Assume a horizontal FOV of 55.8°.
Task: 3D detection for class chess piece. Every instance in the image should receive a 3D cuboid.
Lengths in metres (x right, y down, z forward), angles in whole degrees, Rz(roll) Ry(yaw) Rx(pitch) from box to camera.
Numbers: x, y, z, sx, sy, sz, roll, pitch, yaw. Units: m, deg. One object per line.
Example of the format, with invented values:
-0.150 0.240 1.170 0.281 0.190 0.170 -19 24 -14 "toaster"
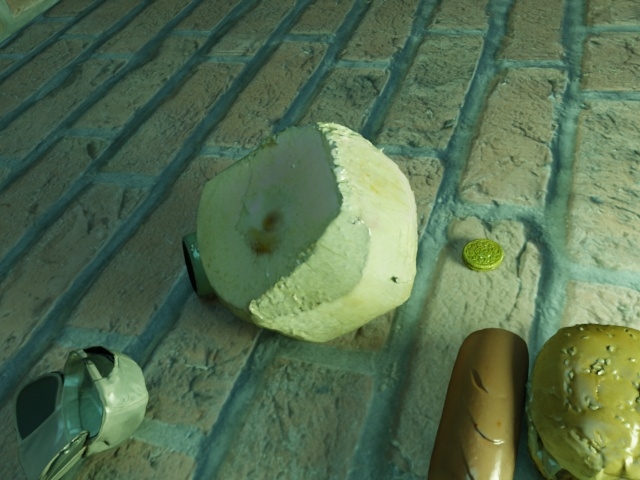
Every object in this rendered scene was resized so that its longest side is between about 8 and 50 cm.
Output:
-0.153 0.023 1.312 0.272 0.139 0.139 -14 42 -20 "chess piece"

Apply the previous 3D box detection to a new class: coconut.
0.000 0.000 1.133 0.405 0.404 0.404 -6 44 6 "coconut"

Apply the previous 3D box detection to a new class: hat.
-0.413 0.314 1.037 0.275 0.161 0.232 -52 37 -7 "hat"

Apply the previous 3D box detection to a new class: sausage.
0.250 0.280 0.942 0.121 0.121 0.304 9 46 20 "sausage"

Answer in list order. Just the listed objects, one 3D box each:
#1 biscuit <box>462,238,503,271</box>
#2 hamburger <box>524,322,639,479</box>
0.336 0.030 1.254 0.084 0.023 0.084 -5 44 5 "biscuit"
0.440 0.258 0.897 0.260 0.144 0.283 10 56 5 "hamburger"
